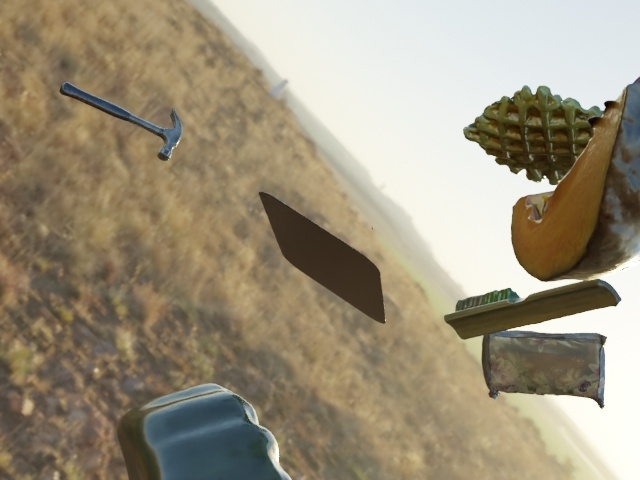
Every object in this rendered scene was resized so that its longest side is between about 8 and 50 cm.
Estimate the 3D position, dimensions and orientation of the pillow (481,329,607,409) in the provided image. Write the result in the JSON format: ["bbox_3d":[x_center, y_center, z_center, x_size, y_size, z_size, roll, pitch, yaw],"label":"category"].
[{"bbox_3d":[0.441,0.244,1.803,0.059,0.255,0.169,-25,113,-58],"label":"pillow"}]

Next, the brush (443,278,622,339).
[{"bbox_3d":[0.284,0.088,1.257,0.054,0.048,0.282,41,-33,-20],"label":"brush"}]

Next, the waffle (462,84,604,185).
[{"bbox_3d":[0.331,-0.147,1.328,0.207,0.054,0.214,23,-24,-19],"label":"waffle"}]

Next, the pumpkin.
[{"bbox_3d":[0.323,-0.027,0.941,0.169,0.148,0.312,8,-18,-7],"label":"pumpkin"}]

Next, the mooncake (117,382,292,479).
[{"bbox_3d":[-0.145,0.370,1.195,0.351,0.187,0.352,31,-55,58],"label":"mooncake"}]

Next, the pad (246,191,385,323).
[{"bbox_3d":[-0.001,0.000,1.616,0.315,0.063,0.375,32,-15,15],"label":"pad"}]

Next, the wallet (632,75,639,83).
[{"bbox_3d":[0.657,-0.243,1.629,0.196,0.103,0.020,47,-21,11],"label":"wallet"}]

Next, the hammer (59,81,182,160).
[{"bbox_3d":[-0.385,-0.250,1.777,0.246,0.103,0.029,26,-27,-7],"label":"hammer"}]
